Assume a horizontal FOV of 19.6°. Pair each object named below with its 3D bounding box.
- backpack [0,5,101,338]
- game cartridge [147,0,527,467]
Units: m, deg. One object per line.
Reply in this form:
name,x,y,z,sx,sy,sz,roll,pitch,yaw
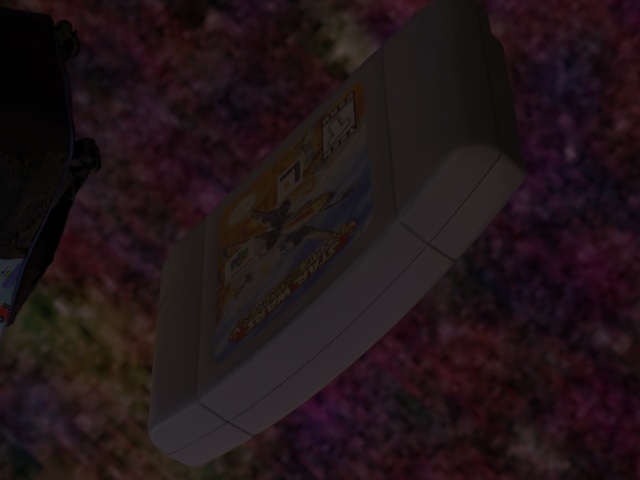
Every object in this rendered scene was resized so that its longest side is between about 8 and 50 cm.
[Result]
backpack,-0.207,-0.035,1.065,0.117,0.173,0.158,10,-145,-21
game cartridge,0.000,0.000,1.127,0.062,0.297,0.198,37,-152,-20
